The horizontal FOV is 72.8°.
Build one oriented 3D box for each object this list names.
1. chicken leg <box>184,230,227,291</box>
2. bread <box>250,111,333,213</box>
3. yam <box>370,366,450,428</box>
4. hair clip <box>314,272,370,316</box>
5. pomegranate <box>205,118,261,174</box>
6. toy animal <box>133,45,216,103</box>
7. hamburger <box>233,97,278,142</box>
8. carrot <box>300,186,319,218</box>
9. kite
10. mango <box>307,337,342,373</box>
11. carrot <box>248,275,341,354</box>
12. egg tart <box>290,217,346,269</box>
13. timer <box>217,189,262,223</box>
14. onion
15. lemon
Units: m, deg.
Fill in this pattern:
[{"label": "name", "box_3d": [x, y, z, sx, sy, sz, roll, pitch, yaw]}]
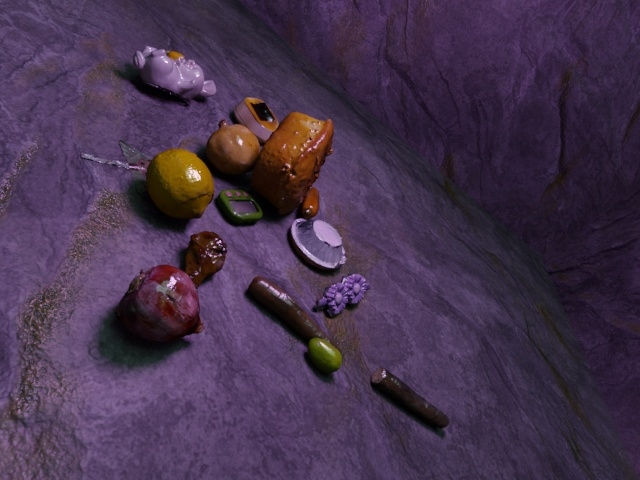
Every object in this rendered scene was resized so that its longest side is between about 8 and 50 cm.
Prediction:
[{"label": "chicken leg", "box_3d": [-0.311, 0.073, 1.092, 0.107, 0.087, 0.251, 20, 41, -4]}, {"label": "bread", "box_3d": [-0.092, -0.281, 1.517, 0.204, 0.337, 0.358, 32, 52, -2]}, {"label": "yam", "box_3d": [0.268, 0.471, 1.285, 0.274, 0.061, 0.061, 38, 31, -10]}, {"label": "hair clip", "box_3d": [0.075, 0.170, 1.414, 0.292, 0.084, 0.106, -18, 109, -53]}, {"label": "pomegranate", "box_3d": [-0.300, -0.320, 1.482, 0.196, 0.196, 0.196, 30, 33, -22]}, {"label": "toy animal", "box_3d": [-0.530, -0.605, 1.600, 0.208, 0.154, 0.325, 24, 8, 7]}, {"label": "hamburger", "box_3d": [-0.264, -0.498, 1.813, 0.173, 0.116, 0.210, -21, 72, -48]}, {"label": "carrot", "box_3d": [-0.037, -0.144, 1.651, 0.067, 0.067, 0.225, 35, 23, -14]}, {"label": "kite", "box_3d": [-0.542, -0.211, 1.231, 0.250, 0.012, 0.229, 3, 48, -46]}, {"label": "mango", "box_3d": [0.009, 0.308, 1.167, 0.108, 0.073, 0.056, 49, 2, 4]}, {"label": "carrot", "box_3d": [-0.059, 0.220, 1.208, 0.342, 0.070, 0.070, 42, 31, -5]}, {"label": "egg tart", "box_3d": [0.000, 0.000, 1.518, 0.234, 0.094, 0.234, 28, 32, -19]}, {"label": "timer", "box_3d": [-0.260, -0.108, 1.395, 0.140, 0.047, 0.128, -7, 55, -52]}, {"label": "onion", "box_3d": [-0.319, 0.146, 0.920, 0.195, 0.159, 0.159, 45, 27, -29]}, {"label": "lemon", "box_3d": [-0.381, -0.156, 1.186, 0.181, 0.180, 0.193, 18, 55, -36]}]
